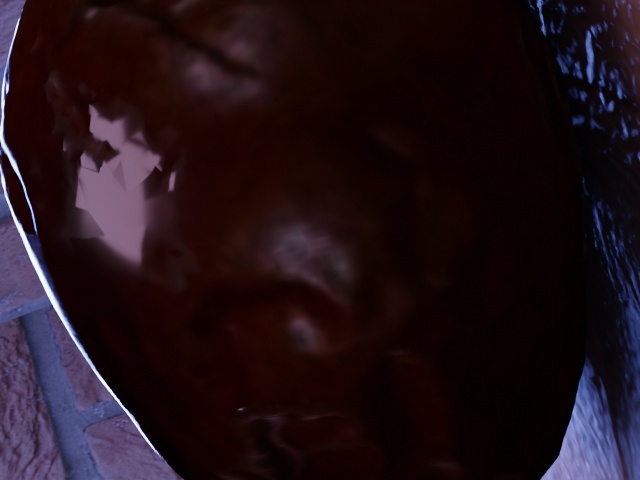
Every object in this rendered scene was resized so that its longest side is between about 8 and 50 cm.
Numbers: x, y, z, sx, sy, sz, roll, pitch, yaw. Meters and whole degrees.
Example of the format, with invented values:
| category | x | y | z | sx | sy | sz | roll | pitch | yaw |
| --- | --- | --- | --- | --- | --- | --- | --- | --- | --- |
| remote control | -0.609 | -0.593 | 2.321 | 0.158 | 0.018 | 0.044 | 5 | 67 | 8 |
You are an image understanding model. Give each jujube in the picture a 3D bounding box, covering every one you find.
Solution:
| category | x | y | z | sx | sy | sz | roll | pitch | yaw |
| --- | --- | --- | --- | --- | --- | --- | --- | --- | --- |
| jujube | 0.000 | 0.000 | 0.685 | 0.318 | 0.223 | 0.223 | 69 | 175 | -49 |
